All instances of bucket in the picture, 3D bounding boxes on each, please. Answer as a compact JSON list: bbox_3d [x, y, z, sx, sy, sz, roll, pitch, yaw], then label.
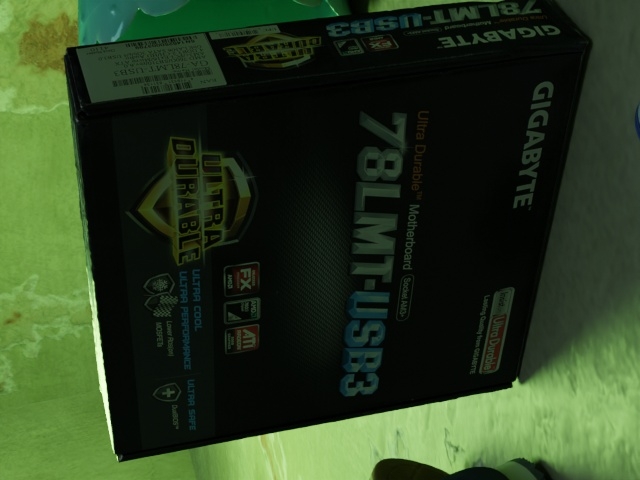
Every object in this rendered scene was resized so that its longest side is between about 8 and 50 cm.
[{"bbox_3d":[-0.107,-0.233,1.114,0.281,0.281,0.183,116,146,-67],"label":"bucket"}]

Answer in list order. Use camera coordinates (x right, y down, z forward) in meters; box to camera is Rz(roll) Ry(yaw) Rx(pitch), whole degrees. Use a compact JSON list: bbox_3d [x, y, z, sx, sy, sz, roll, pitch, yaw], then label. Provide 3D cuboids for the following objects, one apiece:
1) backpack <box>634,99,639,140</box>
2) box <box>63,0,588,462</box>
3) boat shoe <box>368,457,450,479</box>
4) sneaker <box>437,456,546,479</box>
[{"bbox_3d":[0.171,-0.033,0.429,0.084,0.105,0.114,97,164,-46],"label":"backpack"},{"bbox_3d":[0.000,0.000,0.745,0.073,0.293,0.295,-111,19,-46],"label":"box"},{"bbox_3d":[0.082,0.298,0.870,0.341,0.122,0.110,-93,22,-68],"label":"boat shoe"},{"bbox_3d":[0.128,0.264,0.728,0.319,0.131,0.112,-124,30,-60],"label":"sneaker"}]
